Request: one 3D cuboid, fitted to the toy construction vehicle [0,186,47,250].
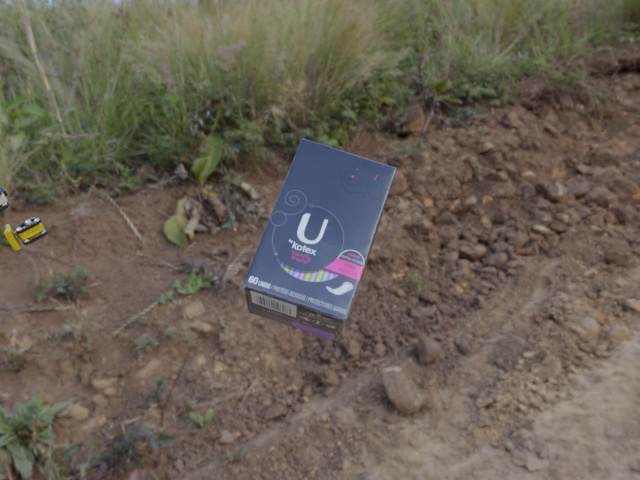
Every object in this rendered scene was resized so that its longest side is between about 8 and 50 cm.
[{"bbox_3d":[-0.397,-0.020,0.734,0.098,0.086,0.035,-35,47,-23],"label":"toy construction vehicle"}]

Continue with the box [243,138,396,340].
[{"bbox_3d":[0.000,0.000,0.978,0.165,0.270,0.143,18,-22,3],"label":"box"}]
